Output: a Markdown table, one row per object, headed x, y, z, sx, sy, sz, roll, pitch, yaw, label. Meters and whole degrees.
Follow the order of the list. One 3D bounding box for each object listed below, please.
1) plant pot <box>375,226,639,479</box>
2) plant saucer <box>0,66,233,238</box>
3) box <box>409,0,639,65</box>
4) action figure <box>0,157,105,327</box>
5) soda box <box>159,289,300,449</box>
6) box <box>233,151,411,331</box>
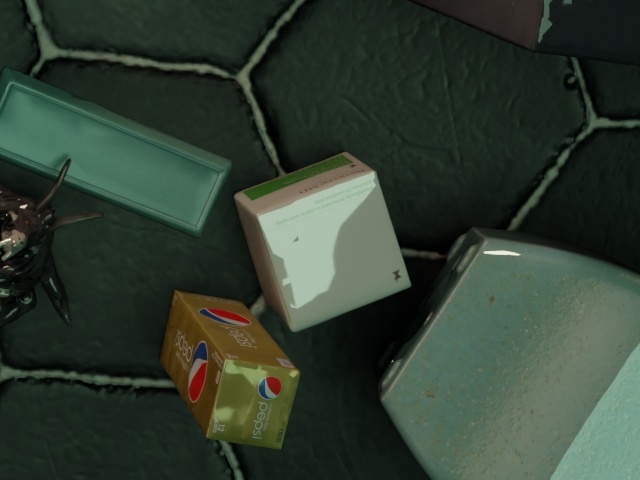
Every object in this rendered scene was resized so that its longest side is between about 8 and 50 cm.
| x | y | z | sx | sy | sz | roll | pitch | yaw | label |
| --- | --- | --- | --- | --- | --- | --- | --- | --- | --- |
| 0.182 | 0.119 | 1.392 | 0.252 | 0.248 | 0.247 | 32 | 94 | -2 | plant pot |
| -0.162 | -0.063 | 1.363 | 0.192 | 0.018 | 0.067 | 22 | 97 | -20 | plant saucer |
| 0.242 | -0.221 | 1.261 | 0.313 | 0.343 | 0.179 | 7 | 102 | -16 | box |
| -0.282 | 0.041 | 1.292 | 0.276 | 0.141 | 0.164 | -32 | 108 | -2 | action figure |
| -0.071 | 0.093 | 1.338 | 0.058 | 0.181 | 0.061 | 11 | 101 | -18 | soda box |
| 0.000 | 0.000 | 1.384 | 0.101 | 0.087 | 0.102 | -21 | 108 | -10 | box |
